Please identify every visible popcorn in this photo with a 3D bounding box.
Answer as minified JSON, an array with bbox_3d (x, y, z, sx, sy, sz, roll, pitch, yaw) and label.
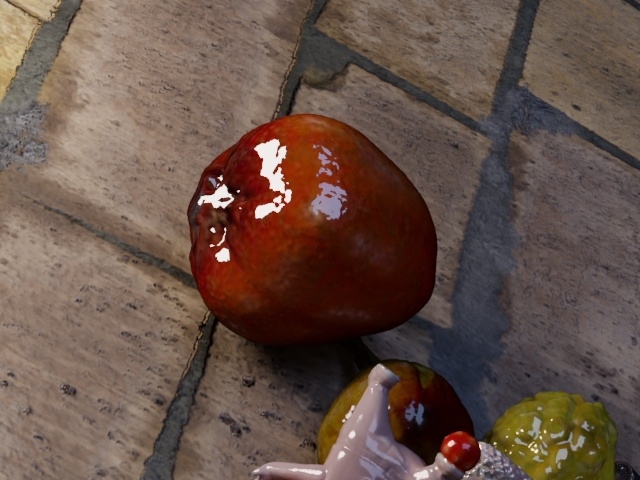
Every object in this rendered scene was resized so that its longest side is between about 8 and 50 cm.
[{"bbox_3d":[0.277,0.295,2.010,0.203,0.200,0.226,36,36,18],"label":"popcorn"}]

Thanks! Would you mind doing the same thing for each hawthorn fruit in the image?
[{"bbox_3d":[-0.009,-0.003,2.012,0.311,0.295,0.295,16,42,1],"label":"hawthorn fruit"}]

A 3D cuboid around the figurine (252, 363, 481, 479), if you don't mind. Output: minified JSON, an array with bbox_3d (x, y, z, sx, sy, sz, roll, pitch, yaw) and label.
[{"bbox_3d":[0.028,0.281,1.792,0.176,0.287,0.186,43,-3,-9],"label":"figurine"}]

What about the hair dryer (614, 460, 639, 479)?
[{"bbox_3d":[0.379,0.399,2.096,0.173,0.050,0.195,44,62,-35],"label":"hair dryer"}]

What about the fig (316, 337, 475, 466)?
[{"bbox_3d":[0.068,0.186,1.987,0.190,0.190,0.290,5,49,-33],"label":"fig"}]

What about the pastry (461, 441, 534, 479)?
[{"bbox_3d":[0.238,0.329,1.867,0.265,0.103,0.112,33,63,-7],"label":"pastry"}]
